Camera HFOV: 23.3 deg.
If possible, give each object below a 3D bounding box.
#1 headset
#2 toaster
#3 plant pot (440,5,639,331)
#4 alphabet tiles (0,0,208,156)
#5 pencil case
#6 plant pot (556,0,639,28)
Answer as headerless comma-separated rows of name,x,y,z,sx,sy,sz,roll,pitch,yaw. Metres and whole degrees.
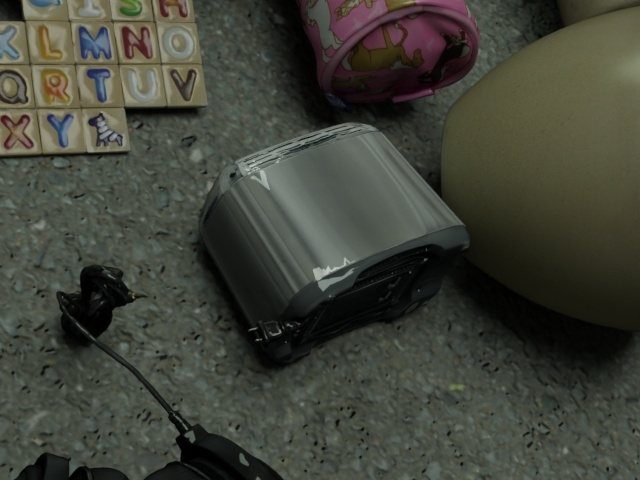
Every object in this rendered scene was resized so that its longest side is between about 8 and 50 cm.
headset,-0.132,0.212,1.099,0.243,0.185,0.394,-5,76,-23
toaster,0.000,0.000,1.281,0.227,0.129,0.146,-21,66,-32
plant pot,0.211,-0.059,1.358,0.191,0.284,0.284,-1,51,17
alphabet tiles,-0.214,-0.169,1.331,0.237,0.009,0.198,-3,77,-27
pencil case,0.015,-0.308,1.464,0.160,0.167,0.386,4,55,-43
plant pot,0.344,-0.336,1.572,0.333,0.334,0.305,5,69,-22
